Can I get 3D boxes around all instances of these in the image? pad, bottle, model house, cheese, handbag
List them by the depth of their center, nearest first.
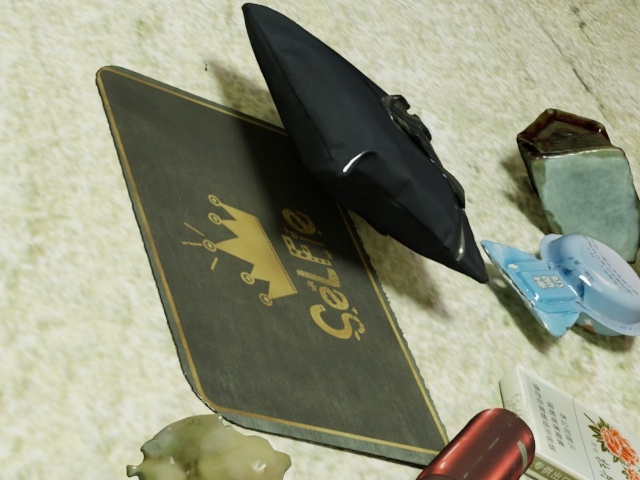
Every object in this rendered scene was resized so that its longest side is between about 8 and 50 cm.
[{"bbox_3d":[0.099,0.167,0.989,0.060,0.060,0.164,46,27,8],"label":"bottle"},{"bbox_3d":[0.000,0.001,1.098,0.315,0.063,0.375,19,35,-39],"label":"pad"},{"bbox_3d":[0.039,-0.082,1.208,0.211,0.089,0.254,34,19,-40],"label":"handbag"},{"bbox_3d":[0.249,0.044,1.380,0.245,0.052,0.135,0,46,-52],"label":"cheese"},{"bbox_3d":[0.275,-0.063,1.545,0.152,0.106,0.165,-108,178,-63],"label":"model house"}]

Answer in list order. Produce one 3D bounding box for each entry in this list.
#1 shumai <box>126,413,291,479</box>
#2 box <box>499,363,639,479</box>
[{"bbox_3d":[-0.053,0.183,0.696,0.209,0.161,0.153,-10,19,-22],"label":"shumai"},{"bbox_3d":[0.236,0.185,1.177,0.198,0.029,0.109,31,29,-20],"label":"box"}]
